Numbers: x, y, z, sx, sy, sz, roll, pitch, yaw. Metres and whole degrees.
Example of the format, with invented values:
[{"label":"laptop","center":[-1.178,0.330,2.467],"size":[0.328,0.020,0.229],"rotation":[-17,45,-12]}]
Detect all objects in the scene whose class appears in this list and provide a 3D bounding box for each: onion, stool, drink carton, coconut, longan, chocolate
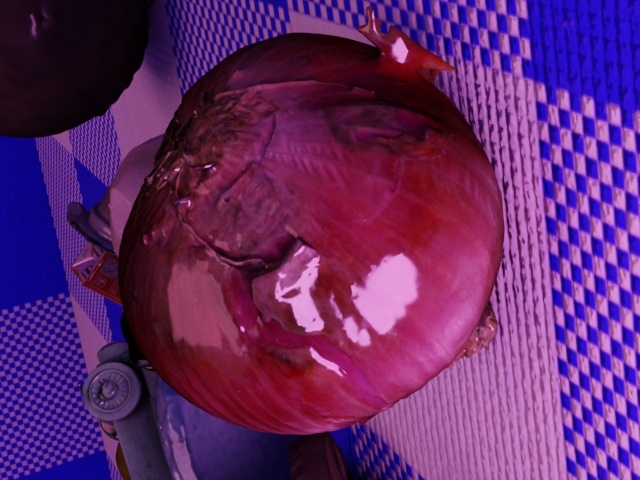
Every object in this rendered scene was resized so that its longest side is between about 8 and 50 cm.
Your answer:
[{"label":"onion","center":[-0.007,-0.014,1.075],"size":[0.353,0.353,0.354],"rotation":[164,90,-71]},{"label":"stool","center":[-0.032,0.376,1.533],"size":[0.272,0.178,0.272],"rotation":[-18,-90,-88]},{"label":"drink carton","center":[-0.274,0.077,2.023],"size":[0.071,0.223,0.096],"rotation":[-57,31,2]},{"label":"coconut","center":[-0.167,-0.037,1.635],"size":[0.234,0.224,0.224],"rotation":[134,118,-70]},{"label":"longan","center":[-0.425,-0.334,1.889],"size":[0.391,0.391,0.391],"rotation":[164,90,-71]},{"label":"chocolate","center":[-0.269,-0.054,1.972],"size":[0.221,0.221,0.147],"rotation":[34,110,61]}]

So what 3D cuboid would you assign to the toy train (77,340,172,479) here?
[{"label":"toy train","center":[-0.199,0.304,1.912],"size":[0.160,0.253,0.397],"rotation":[78,170,-64]}]

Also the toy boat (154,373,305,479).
[{"label":"toy boat","center":[-0.132,0.276,1.759],"size":[0.123,0.215,0.330],"rotation":[-29,80,47]}]

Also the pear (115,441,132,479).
[{"label":"pear","center":[-0.269,0.379,2.289],"size":[0.200,0.200,0.200],"rotation":[164,90,-71]}]

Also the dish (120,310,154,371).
[{"label":"dish","center":[-0.090,0.076,1.504],"size":[0.303,0.303,0.120],"rotation":[112,169,-60]}]
